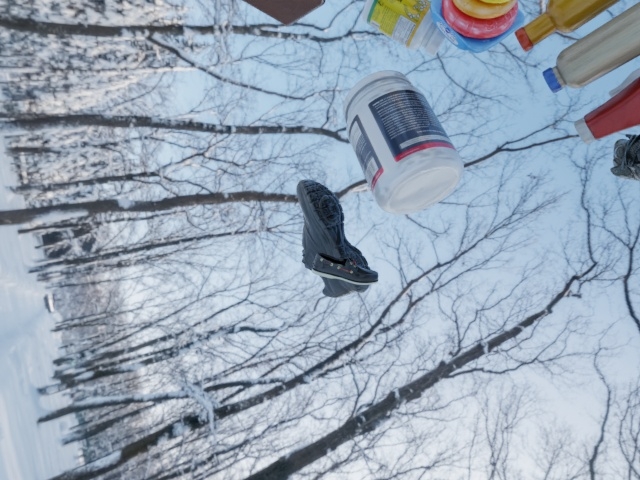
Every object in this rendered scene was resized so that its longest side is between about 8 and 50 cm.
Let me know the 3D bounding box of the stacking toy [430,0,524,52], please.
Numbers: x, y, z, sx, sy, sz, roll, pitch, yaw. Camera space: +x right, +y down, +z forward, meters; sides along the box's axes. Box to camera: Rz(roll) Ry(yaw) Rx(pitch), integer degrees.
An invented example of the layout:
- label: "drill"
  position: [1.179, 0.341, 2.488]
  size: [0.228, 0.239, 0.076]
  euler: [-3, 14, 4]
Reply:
- label: "stacking toy"
  position: [0.344, -0.535, 0.790]
  size: [0.175, 0.166, 0.302]
  euler: [53, -8, 11]

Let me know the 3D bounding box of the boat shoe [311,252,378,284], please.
- label: "boat shoe"
  position: [0.051, 0.055, 0.788]
  size: [0.049, 0.133, 0.042]
  euler: [-96, -160, -74]

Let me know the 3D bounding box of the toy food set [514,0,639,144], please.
- label: "toy food set"
  position: [0.293, -0.135, 0.392]
  size: [0.104, 0.111, 0.232]
  euler: [-29, -63, 37]

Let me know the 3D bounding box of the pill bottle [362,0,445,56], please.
- label: "pill bottle"
  position: [0.220, -0.552, 1.019]
  size: [0.208, 0.117, 0.117]
  euler: [33, -43, 2]

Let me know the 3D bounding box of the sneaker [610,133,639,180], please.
- label: "sneaker"
  position: [0.550, -0.144, 0.680]
  size: [0.130, 0.228, 0.087]
  euler: [23, -82, 40]

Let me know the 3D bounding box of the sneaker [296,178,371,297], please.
- label: "sneaker"
  position: [0.000, 0.000, 0.919]
  size: [0.130, 0.109, 0.286]
  euler: [-29, -102, 37]

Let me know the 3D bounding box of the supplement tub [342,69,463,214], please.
- label: "supplement tub"
  position: [0.168, -0.211, 0.887]
  size: [0.191, 0.191, 0.272]
  euler: [-55, -135, 49]

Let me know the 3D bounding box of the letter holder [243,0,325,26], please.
- label: "letter holder"
  position: [-0.096, -0.465, 0.557]
  size: [0.214, 0.302, 0.152]
  euler: [9, -92, 52]
